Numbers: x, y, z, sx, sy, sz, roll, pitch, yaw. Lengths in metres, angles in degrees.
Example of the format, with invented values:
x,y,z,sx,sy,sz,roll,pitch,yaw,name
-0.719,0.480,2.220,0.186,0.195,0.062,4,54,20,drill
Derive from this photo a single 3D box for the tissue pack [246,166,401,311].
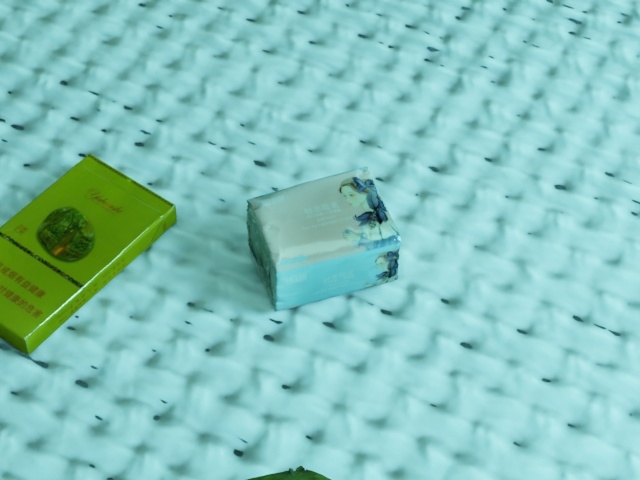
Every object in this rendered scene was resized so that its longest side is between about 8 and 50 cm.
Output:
x,y,z,sx,sy,sz,roll,pitch,yaw,name
0.000,0.000,0.931,0.094,0.059,0.074,-15,54,-14,tissue pack

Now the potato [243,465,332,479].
x,y,z,sx,sy,sz,roll,pitch,yaw,name
-0.055,0.188,0.752,0.188,0.085,0.105,-23,56,-27,potato

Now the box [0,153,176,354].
x,y,z,sx,sy,sz,roll,pitch,yaw,name
-0.183,0.006,0.942,0.087,0.023,0.155,29,54,24,box
